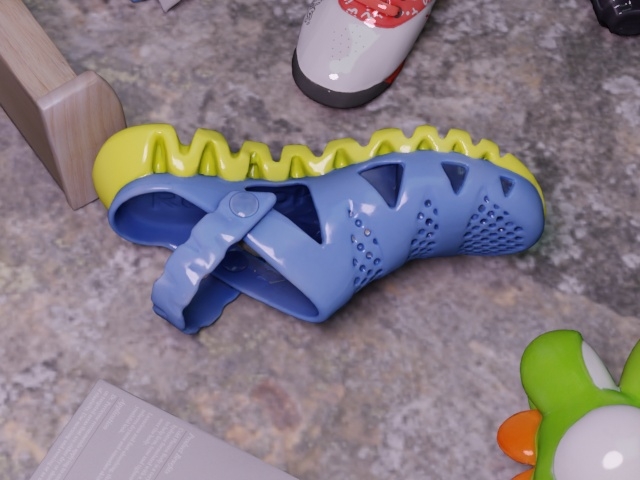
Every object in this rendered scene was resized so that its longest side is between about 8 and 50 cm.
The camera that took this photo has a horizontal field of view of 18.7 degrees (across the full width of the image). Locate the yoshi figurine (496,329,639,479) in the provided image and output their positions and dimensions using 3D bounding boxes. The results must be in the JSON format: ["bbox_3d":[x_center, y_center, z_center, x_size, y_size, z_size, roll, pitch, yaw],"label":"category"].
[{"bbox_3d":[0.264,0.183,1.227,0.203,0.203,0.362,-7,52,-32],"label":"yoshi figurine"}]

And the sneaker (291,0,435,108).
[{"bbox_3d":[0.064,-0.233,1.508,0.090,0.145,0.270,29,56,12],"label":"sneaker"}]

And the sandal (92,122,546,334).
[{"bbox_3d":[0.000,0.000,1.357,0.317,0.126,0.138,-2,58,0],"label":"sandal"}]

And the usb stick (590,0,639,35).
[{"bbox_3d":[0.232,-0.286,1.633,0.077,0.045,0.278,-2,55,-18],"label":"usb stick"}]

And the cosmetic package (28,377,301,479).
[{"bbox_3d":[-0.069,0.202,1.207,0.238,0.107,0.127,29,56,9],"label":"cosmetic package"}]

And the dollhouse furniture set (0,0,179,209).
[{"bbox_3d":[-0.115,-0.224,1.388,0.303,0.286,0.198,-32,64,-14],"label":"dollhouse furniture set"}]
